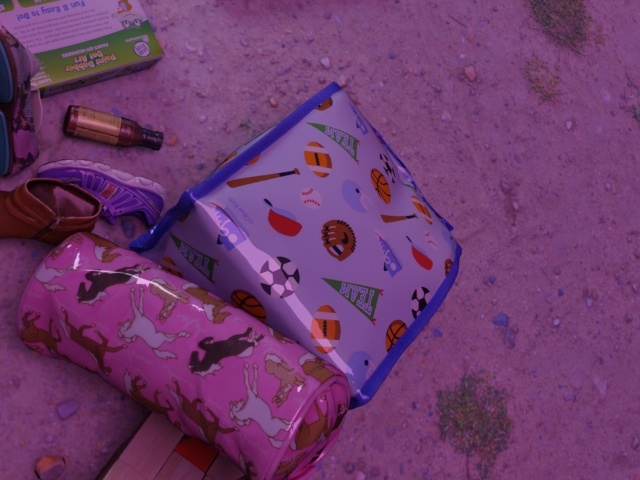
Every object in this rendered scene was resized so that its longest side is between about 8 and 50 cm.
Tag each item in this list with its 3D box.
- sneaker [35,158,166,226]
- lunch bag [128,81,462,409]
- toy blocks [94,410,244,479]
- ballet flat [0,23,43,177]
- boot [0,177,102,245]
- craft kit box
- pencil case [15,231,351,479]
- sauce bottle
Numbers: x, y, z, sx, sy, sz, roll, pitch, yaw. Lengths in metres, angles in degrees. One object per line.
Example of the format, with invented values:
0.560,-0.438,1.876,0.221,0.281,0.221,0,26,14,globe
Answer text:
-0.281,-0.059,1.053,0.169,0.068,0.071,16,78,-26,sneaker
0.000,0.000,1.094,0.328,0.239,0.385,51,51,-9,lunch bag
-0.128,0.337,1.009,0.381,0.191,0.261,40,50,-6,toy blocks
-0.365,-0.174,0.965,0.077,0.222,0.079,28,45,15,ballet flat
-0.359,-0.041,0.952,0.197,0.152,0.073,6,77,-28,boot
-0.365,-0.315,1.065,0.249,0.061,0.247,-24,89,-31,craft kit box
-0.160,0.135,0.924,0.386,0.160,0.167,28,76,20,pencil case
-0.274,-0.146,1.088,0.128,0.042,0.042,14,73,-28,sauce bottle
